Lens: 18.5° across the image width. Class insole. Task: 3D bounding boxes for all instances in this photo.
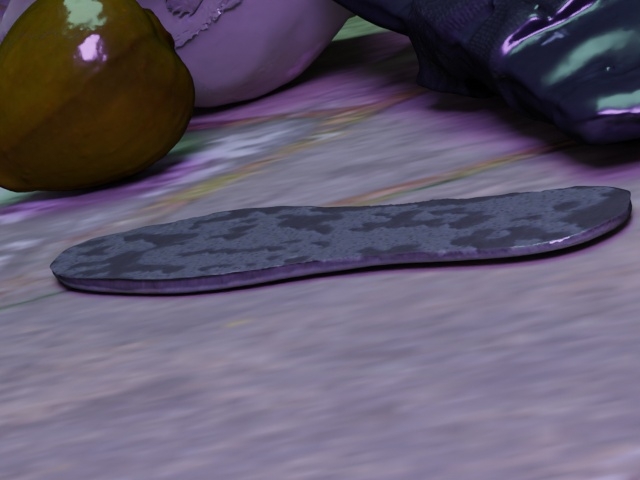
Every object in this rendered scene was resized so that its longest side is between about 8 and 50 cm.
[{"bbox_3d":[0.000,0.000,0.580,0.193,0.006,0.065,-4,18,30],"label":"insole"}]

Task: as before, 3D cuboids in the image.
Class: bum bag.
[{"bbox_3d":[0.089,-0.081,0.685,0.123,0.060,0.248,-20,18,-15],"label":"bum bag"}]

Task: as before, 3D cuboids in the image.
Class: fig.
[{"bbox_3d":[-0.091,-0.052,0.724,0.088,0.074,0.074,-40,15,6],"label":"fig"}]

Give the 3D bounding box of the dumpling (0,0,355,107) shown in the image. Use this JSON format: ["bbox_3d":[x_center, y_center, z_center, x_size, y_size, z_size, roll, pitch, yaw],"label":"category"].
[{"bbox_3d":[-0.030,-0.127,0.827,0.247,0.142,0.172,-32,-29,25],"label":"dumpling"}]
